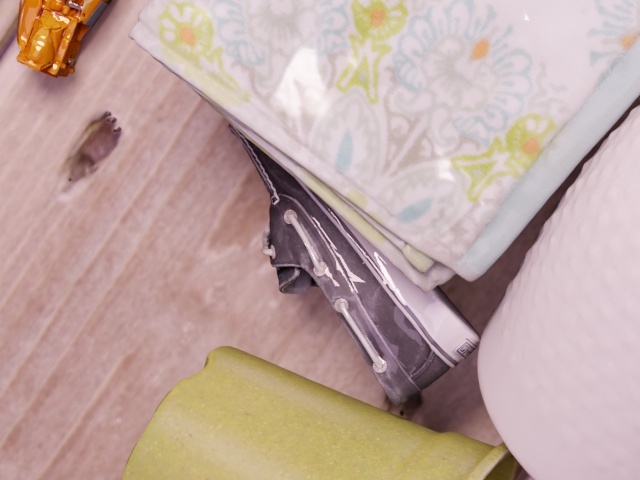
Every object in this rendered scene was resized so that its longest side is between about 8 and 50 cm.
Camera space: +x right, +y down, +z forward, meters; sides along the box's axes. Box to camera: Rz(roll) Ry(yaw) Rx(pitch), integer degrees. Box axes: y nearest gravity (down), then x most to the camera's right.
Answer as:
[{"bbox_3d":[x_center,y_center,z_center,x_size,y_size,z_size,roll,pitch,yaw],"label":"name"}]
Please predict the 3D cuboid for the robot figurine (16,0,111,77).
[{"bbox_3d":[-0.226,-0.294,1.555,0.211,0.085,0.291,22,99,4],"label":"robot figurine"}]

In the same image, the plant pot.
[{"bbox_3d":[-0.015,0.219,1.511,0.254,0.276,0.276,30,99,16],"label":"plant pot"}]

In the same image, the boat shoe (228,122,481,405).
[{"bbox_3d":[0.000,0.000,1.516,0.102,0.108,0.301,-40,74,5],"label":"boat shoe"}]

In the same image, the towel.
[{"bbox_3d":[0.090,-0.189,1.362,0.320,0.090,0.374,39,101,-5],"label":"towel"}]

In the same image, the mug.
[{"bbox_3d":[0.336,0.011,1.386,0.276,0.374,0.328,50,136,26],"label":"mug"}]
